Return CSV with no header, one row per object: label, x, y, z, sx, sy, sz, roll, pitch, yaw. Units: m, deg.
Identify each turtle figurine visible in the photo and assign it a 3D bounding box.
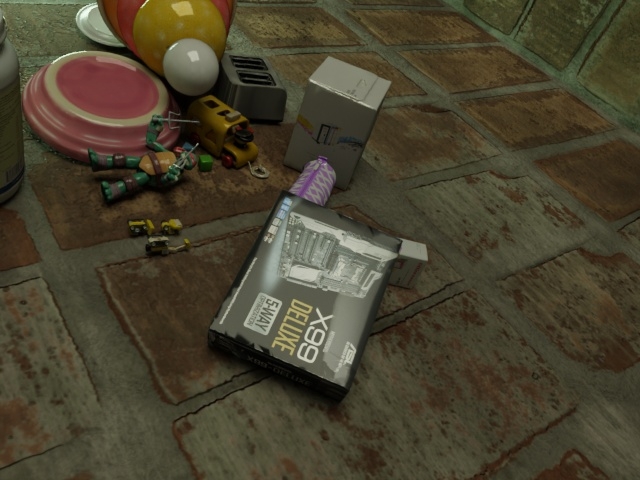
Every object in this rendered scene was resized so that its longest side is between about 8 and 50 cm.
turtle figurine,-0.331,-0.157,1.160,0.234,0.118,0.175,-21,55,-24

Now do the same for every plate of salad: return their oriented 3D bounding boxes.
plate of salad,-0.567,-0.590,1.594,0.200,0.048,0.199,10,52,-13

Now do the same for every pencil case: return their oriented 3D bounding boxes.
pencil case,-0.027,-0.101,1.255,0.087,0.088,0.206,22,41,3

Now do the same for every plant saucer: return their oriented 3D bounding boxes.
plant saucer,-0.465,-0.304,1.260,0.333,0.084,0.331,14,47,-16

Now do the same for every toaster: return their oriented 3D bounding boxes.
toaster,-0.190,-0.393,1.491,0.186,0.110,0.168,-2,44,-25

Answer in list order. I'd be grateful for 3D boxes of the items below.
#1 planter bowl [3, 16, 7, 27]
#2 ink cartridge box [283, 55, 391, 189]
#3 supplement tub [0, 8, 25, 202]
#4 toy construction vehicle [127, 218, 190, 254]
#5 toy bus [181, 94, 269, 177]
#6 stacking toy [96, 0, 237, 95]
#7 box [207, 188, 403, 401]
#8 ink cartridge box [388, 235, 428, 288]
planter bowl,-0.786,-0.442,1.284,0.162,0.109,0.162,12,42,-11
ink cartridge box,0.039,-0.280,1.368,0.168,0.232,0.171,24,40,2
supplement tub,-0.624,-0.229,0.950,0.236,0.324,0.235,12,41,-11
toy construction vehicle,-0.302,-0.008,1.077,0.098,0.035,0.086,-7,37,-33
toy bus,-0.213,-0.250,1.325,0.202,0.104,0.190,5,43,-18
stacking toy,-0.335,-0.488,1.335,0.351,0.350,0.479,1,42,-22
box,-0.018,0.086,0.996,0.243,0.076,0.307,24,57,3
ink cartridge box,0.144,0.041,1.170,0.123,0.088,0.052,13,41,-11
